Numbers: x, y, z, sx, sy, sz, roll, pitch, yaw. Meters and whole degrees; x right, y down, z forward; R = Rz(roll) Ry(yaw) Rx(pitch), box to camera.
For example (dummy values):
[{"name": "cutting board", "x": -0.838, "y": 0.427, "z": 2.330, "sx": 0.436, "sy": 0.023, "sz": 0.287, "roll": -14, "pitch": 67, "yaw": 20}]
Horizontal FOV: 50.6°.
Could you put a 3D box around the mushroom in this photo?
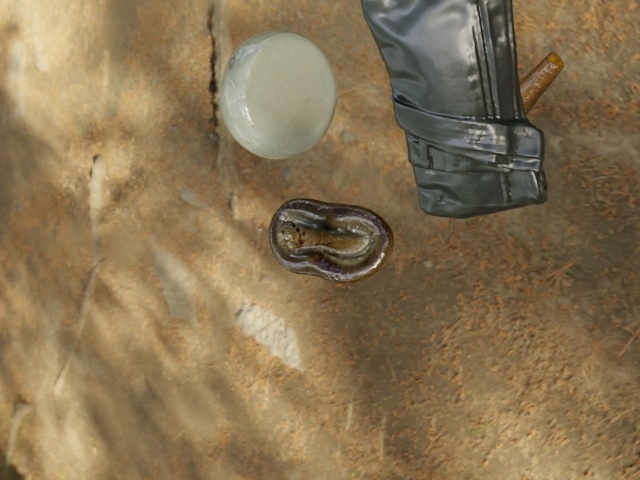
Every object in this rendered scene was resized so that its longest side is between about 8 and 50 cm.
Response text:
[{"name": "mushroom", "x": 0.000, "y": 0.000, "z": 1.115, "sx": 0.227, "sy": 0.217, "sz": 0.148, "roll": 2, "pitch": 90, "yaw": 13}]

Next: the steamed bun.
[{"name": "steamed bun", "x": -0.106, "y": -0.327, "z": 1.532, "sx": 0.177, "sy": 0.283, "sz": 0.283, "roll": 18, "pitch": 102, "yaw": 55}]

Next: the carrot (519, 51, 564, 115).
[{"name": "carrot", "x": 0.361, "y": -0.257, "z": 1.179, "sx": 0.055, "sy": 0.055, "sz": 0.161, "roll": 67, "pitch": 149, "yaw": 21}]

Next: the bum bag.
[{"name": "bum bag", "x": 0.120, "y": -0.123, "z": 0.574, "sx": 0.123, "sy": 0.060, "sz": 0.248, "roll": -8, "pitch": 120, "yaw": 17}]
